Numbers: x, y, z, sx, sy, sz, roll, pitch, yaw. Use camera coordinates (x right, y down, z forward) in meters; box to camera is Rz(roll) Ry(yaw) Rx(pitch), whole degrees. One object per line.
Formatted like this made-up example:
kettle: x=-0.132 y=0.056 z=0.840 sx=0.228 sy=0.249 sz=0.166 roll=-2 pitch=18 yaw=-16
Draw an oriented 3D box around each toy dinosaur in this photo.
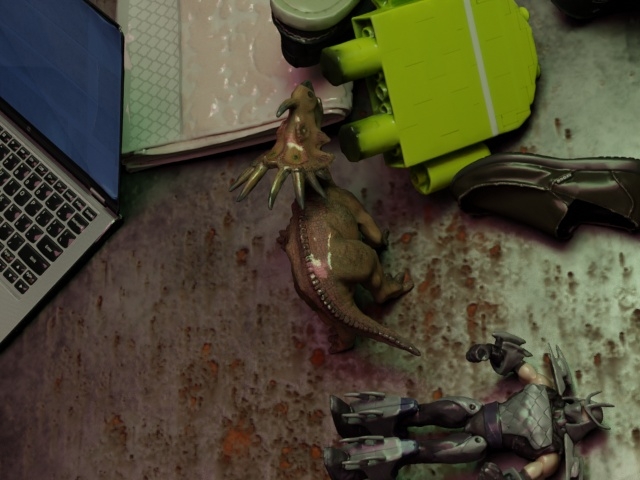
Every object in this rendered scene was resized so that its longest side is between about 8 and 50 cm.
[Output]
toy dinosaur: x=0.000 y=0.000 z=1.593 sx=0.127 sy=0.200 sz=0.295 roll=-26 pitch=60 yaw=8

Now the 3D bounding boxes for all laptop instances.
laptop: x=-0.433 y=-0.134 z=1.806 sx=0.408 sy=0.236 sz=0.382 roll=-47 pitch=58 yaw=-5

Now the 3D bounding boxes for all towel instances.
towel: x=-0.112 y=-0.266 z=1.818 sx=0.317 sy=0.053 sz=0.331 roll=-12 pitch=67 yaw=24

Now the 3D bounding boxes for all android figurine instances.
android figurine: x=0.129 y=-0.181 z=1.628 sx=0.273 sy=0.248 sz=0.056 roll=-23 pitch=15 yaw=-29

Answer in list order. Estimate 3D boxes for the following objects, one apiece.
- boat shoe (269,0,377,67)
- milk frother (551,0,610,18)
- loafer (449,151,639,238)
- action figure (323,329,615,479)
boat shoe: x=0.063 y=-0.306 z=1.708 sx=0.127 sy=0.113 sz=0.340 roll=26 pitch=53 yaw=18
milk frother: x=0.310 y=-0.341 z=1.657 sx=0.129 sy=0.135 sz=0.143 roll=-35 pitch=89 yaw=-27
loafer: x=0.241 y=-0.044 z=1.591 sx=0.220 sy=0.080 sz=0.078 roll=-2 pitch=65 yaw=20
action figure: x=0.151 y=0.188 z=1.507 sx=0.285 sy=0.099 sz=0.185 roll=-9 pitch=50 yaw=12
